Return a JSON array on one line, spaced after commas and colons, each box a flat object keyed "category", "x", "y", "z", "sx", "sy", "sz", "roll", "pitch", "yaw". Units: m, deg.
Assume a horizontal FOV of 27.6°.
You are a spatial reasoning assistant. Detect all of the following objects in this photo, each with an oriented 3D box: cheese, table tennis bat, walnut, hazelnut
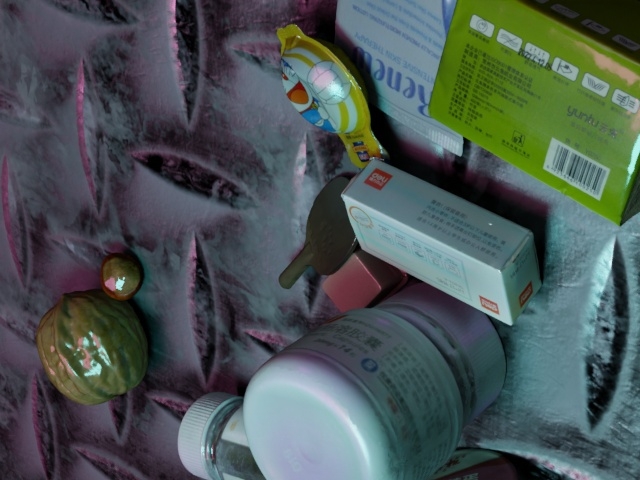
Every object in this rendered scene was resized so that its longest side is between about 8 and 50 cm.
[{"category": "cheese", "x": 0.026, "y": -0.182, "z": 1.791, "sx": 0.270, "sy": 0.069, "sz": 0.177, "roll": 55, "pitch": 158, "yaw": -17}, {"category": "table tennis bat", "x": 0.000, "y": 0.000, "z": 1.928, "sx": 0.234, "sy": 0.022, "sz": 0.131, "roll": -48, "pitch": 45, "yaw": 44}, {"category": "walnut", "x": -0.412, "y": 0.188, "z": 2.346, "sx": 0.213, "sy": 0.213, "sz": 0.213, "roll": 22, "pitch": 126, "yaw": 34}, {"category": "hazelnut", "x": -0.351, "y": 0.064, "z": 2.304, "sx": 0.086, "sy": 0.086, "sz": 0.086, "roll": 22, "pitch": 126, "yaw": 34}]

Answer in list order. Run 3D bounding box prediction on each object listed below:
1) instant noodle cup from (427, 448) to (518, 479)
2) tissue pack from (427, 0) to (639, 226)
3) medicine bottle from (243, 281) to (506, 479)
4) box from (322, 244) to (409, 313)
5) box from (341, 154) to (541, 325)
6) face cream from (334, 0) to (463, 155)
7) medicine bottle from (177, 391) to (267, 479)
[{"category": "instant noodle cup", "x": 0.201, "y": 0.440, "z": 1.883, "sx": 0.235, "sy": 0.235, "sz": 0.178, "roll": -1, "pitch": 120, "yaw": 44}, {"category": "tissue pack", "x": 0.290, "y": -0.179, "z": 1.484, "sx": 0.275, "sy": 0.167, "sz": 0.200, "roll": 35, "pitch": 130, "yaw": 27}, {"category": "medicine bottle", "x": 0.082, "y": 0.213, "z": 1.783, "sx": 0.256, "sy": 0.325, "sz": 0.256, "roll": 24, "pitch": 128, "yaw": 34}, {"category": "box", "x": 0.062, "y": 0.058, "z": 1.909, "sx": 0.089, "sy": 0.062, "sz": 0.122, "roll": 52, "pitch": 138, "yaw": 9}, {"category": "box", "x": 0.159, "y": -0.002, "z": 1.736, "sx": 0.269, "sy": 0.079, "sz": 0.135, "roll": 27, "pitch": 155, "yaw": 31}, {"category": "face cream", "x": 0.117, "y": -0.316, "z": 1.637, "sx": 0.235, "sy": 0.137, "sz": 0.420, "roll": 34, "pitch": 143, "yaw": 24}, {"category": "medicine bottle", "x": -0.092, "y": 0.345, "z": 2.142, "sx": 0.273, "sy": 0.165, "sz": 0.165, "roll": 10, "pitch": 118, "yaw": 42}]
